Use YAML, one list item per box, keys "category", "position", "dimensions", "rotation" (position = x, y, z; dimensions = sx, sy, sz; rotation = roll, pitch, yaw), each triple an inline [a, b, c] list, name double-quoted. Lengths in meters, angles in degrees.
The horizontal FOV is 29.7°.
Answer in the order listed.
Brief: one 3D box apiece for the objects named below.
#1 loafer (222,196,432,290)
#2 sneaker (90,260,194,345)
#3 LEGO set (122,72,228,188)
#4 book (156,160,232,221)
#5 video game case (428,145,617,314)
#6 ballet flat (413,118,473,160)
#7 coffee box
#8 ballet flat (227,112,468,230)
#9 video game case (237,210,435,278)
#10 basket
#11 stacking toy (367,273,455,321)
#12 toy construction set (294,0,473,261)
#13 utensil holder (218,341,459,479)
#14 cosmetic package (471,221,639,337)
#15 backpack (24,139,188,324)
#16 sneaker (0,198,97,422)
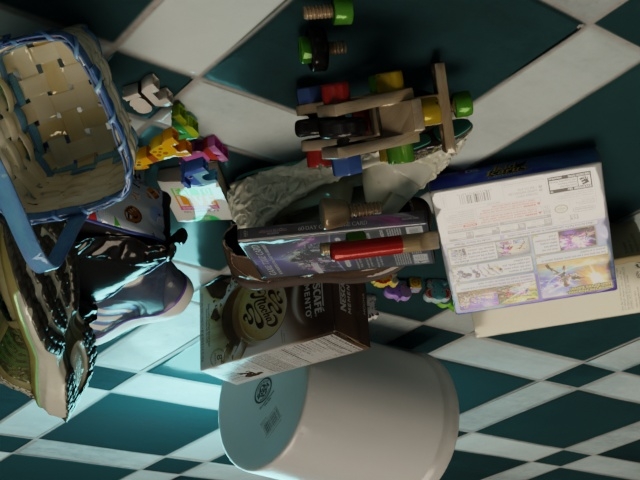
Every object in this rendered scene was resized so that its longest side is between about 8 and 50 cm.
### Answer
- category: "loafer"
  position: [0.000, 0.000, 1.944]
  dimensions: [0.366, 0.134, 0.130]
  rotation: [-15, 152, 19]
- category: "sneaker"
  position: [-0.399, 0.065, 2.039]
  dimensions: [0.323, 0.130, 0.236]
  rotation: [-15, 143, 28]
- category: "LEGO set"
  position: [-0.220, -0.132, 1.696]
  dimensions: [0.093, 0.087, 0.227]
  rotation: [-15, 151, 18]
- category: "book"
  position: [-0.193, -0.073, 1.887]
  dimensions: [0.096, 0.035, 0.144]
  rotation: [-4, 155, 7]
- category: "video game case"
  position: [0.327, -0.012, 1.938]
  dimensions: [0.269, 0.061, 0.244]
  rotation: [-9, 121, 10]
- category: "ballet flat"
  position: [0.160, -0.138, 1.694]
  dimensions: [0.114, 0.041, 0.041]
  rotation: [-20, 153, -1]
- category: "coffee box"
  position: [-0.068, 0.136, 2.157]
  dimensions: [0.297, 0.168, 0.119]
  rotation: [-19, 151, 29]
- category: "ballet flat"
  position: [0.047, -0.076, 1.807]
  dimensions: [0.409, 0.147, 0.147]
  rotation: [-19, 150, 24]
- category: "video game case"
  position: [0.029, 0.009, 1.802]
  dimensions: [0.274, 0.026, 0.196]
  rotation: [-5, 161, 7]
- category: "basket"
  position: [-0.334, -0.121, 1.425]
  dimensions: [0.201, 0.289, 0.255]
  rotation: [-16, 109, 9]
- category: "stacking toy"
  position: [0.183, 0.096, 2.263]
  dimensions: [0.221, 0.052, 0.167]
  rotation: [1, 153, -13]
- category: "toy construction set"
  position: [0.103, -0.125, 1.559]
  dimensions: [0.237, 0.309, 0.257]
  rotation: [-6, 162, -9]
- category: "utensil holder"
  position: [0.032, 0.346, 2.445]
  dimensions: [0.385, 0.327, 0.327]
  rotation: [19, 145, -34]
- category: "cosmetic package"
  position: [0.411, 0.068, 2.099]
  dimensions: [0.309, 0.160, 0.113]
  rotation: [-9, 110, 9]
- category: "backpack"
  position: [-0.374, -0.025, 1.749]
  dimensions: [0.263, 0.213, 0.276]
  rotation: [12, 141, -44]
- category: "sneaker"
  position: [-0.428, 0.102, 1.646]
  dimensions: [0.182, 0.158, 0.410]
  rotation: [8, 137, 6]
